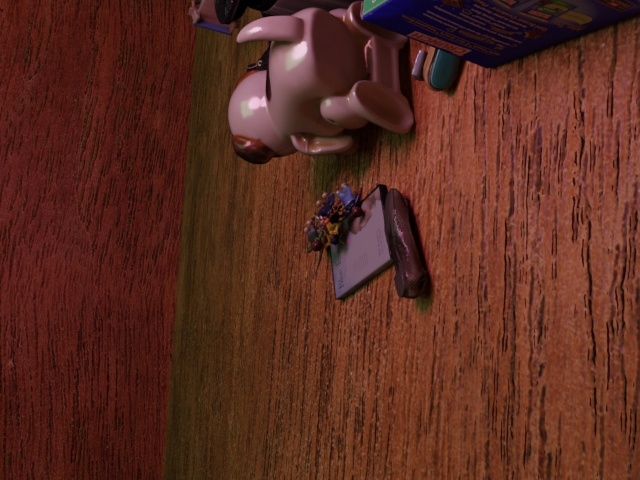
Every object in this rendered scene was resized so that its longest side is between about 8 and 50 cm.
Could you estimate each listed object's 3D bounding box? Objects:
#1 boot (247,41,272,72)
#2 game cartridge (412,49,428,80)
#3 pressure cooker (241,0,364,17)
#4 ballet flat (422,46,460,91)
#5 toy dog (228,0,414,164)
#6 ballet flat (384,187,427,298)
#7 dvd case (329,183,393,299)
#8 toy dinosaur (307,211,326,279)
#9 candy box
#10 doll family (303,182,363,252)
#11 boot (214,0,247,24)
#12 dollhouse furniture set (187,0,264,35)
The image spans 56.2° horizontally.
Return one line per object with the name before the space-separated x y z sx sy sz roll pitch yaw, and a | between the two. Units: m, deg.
boot | -0.120 -0.582 1.693 0.377 0.138 0.284 26 131 59
game cartridge | 0.200 -0.341 1.174 0.017 0.083 0.056 24 110 16
pressure cooker | -0.029 -0.671 1.313 0.370 0.420 0.376 23 106 62
ballet flat | 0.239 -0.392 1.099 0.073 0.080 0.232 -104 31 -62
toy dog | -0.047 -0.308 1.324 0.408 0.395 0.285 -22 73 51
ballet flat | 0.167 0.002 1.185 0.084 0.058 0.250 98 168 -54
dvd case | 0.089 0.009 1.365 0.253 0.022 0.180 -44 46 53
toy dinosaur | 0.000 0.000 1.505 0.093 0.053 0.183 70 -160 -63
candy box | 0.250 -0.371 0.851 0.317 0.268 0.122 0 81 64
doll family | 0.032 -0.048 1.391 0.193 0.076 0.111 -65 25 25
boot | -0.139 -0.755 1.738 0.348 0.260 0.131 -47 55 46
dollhouse furniture set | -0.249 -0.822 1.925 0.286 0.303 0.198 -30 59 59
